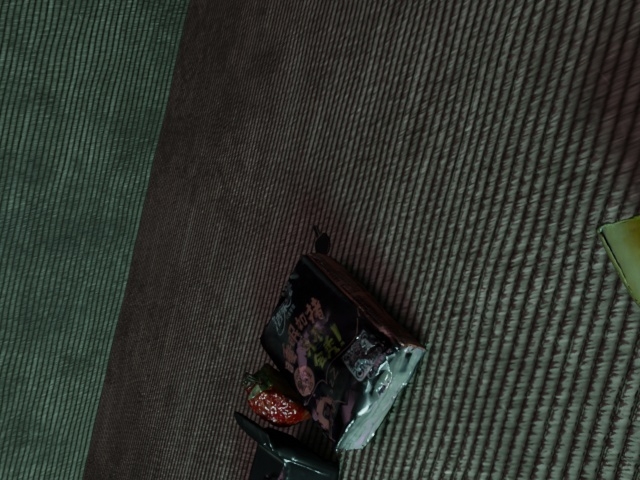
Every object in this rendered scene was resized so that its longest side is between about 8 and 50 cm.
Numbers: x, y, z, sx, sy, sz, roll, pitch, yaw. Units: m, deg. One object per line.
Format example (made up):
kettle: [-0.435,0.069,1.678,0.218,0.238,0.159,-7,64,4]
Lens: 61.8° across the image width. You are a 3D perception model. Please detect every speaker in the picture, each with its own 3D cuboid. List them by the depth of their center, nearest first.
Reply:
speaker: [-0.106,0.546,1.030,0.180,0.184,0.388,3,77,54]

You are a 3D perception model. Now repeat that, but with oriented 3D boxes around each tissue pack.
tissue pack: [0.030,0.196,1.022,0.332,0.123,0.245,42,110,47]

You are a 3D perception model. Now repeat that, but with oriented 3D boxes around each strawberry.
strawberry: [-0.084,0.315,1.056,0.140,0.192,0.085,39,86,18]

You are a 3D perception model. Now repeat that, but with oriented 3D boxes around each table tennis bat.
table tennis bat: [0.000,0.000,1.207,0.050,0.007,0.083,-51,46,34]

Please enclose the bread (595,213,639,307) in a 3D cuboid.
bread: [0.413,0.033,0.522,0.260,0.158,0.156,43,126,49]
